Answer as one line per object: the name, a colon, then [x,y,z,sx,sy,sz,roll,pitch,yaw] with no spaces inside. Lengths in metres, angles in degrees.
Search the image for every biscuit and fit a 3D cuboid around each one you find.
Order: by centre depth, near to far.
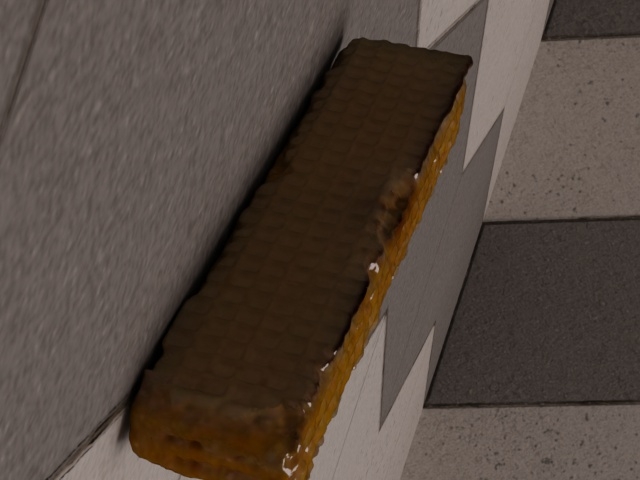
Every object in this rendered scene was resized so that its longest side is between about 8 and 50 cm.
biscuit: [0.000,0.000,0.958,0.378,0.094,0.054,-64,162,-51]
